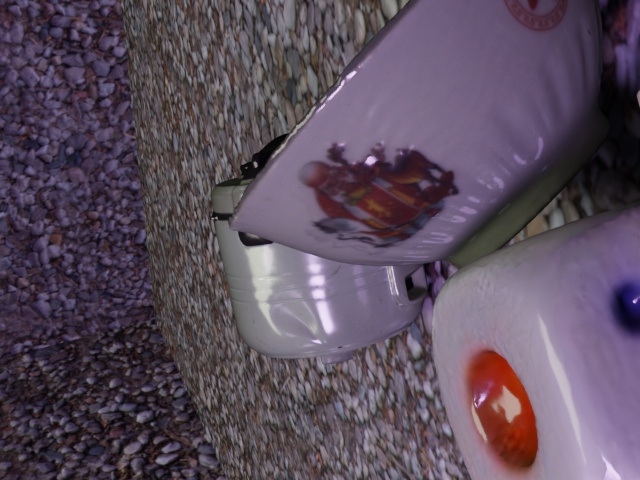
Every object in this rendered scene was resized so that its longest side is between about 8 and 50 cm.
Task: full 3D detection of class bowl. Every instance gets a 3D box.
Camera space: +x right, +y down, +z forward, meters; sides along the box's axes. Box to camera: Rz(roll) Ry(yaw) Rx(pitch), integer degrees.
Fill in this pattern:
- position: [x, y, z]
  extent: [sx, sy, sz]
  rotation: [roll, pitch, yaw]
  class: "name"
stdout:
- position: [0.101, -0.081, 0.786]
  extent: [0.157, 0.337, 0.337]
  rotation: [43, 158, 1]
  class: "bowl"

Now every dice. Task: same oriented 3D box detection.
- position: [0.194, 0.084, 0.701]
  extent: [0.194, 0.192, 0.193]
  rotation: [137, 118, -67]
  class: "dice"

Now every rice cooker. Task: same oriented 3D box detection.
- position: [0.000, 0.000, 1.191]
  extent: [0.226, 0.226, 0.244]
  rotation: [-177, 73, -71]
  class: "rice cooker"

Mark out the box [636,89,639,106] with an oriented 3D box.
- position: [0.259, -0.004, 0.555]
  extent: [0.141, 0.058, 0.201]
  rotation: [-19, 84, 35]
  class: "box"
